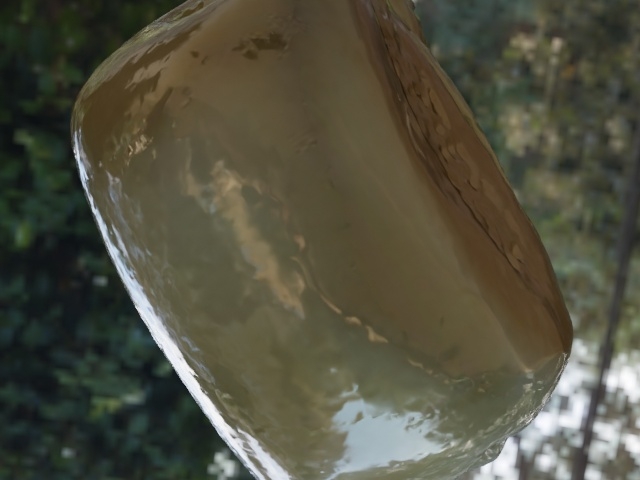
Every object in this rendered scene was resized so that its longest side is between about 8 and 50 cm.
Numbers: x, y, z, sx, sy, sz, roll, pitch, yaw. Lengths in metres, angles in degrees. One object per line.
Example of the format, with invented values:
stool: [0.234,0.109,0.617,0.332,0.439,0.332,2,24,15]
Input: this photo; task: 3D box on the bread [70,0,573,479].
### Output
bread: [0.000,0.000,1.329,0.253,0.376,0.348,-32,-168,15]
